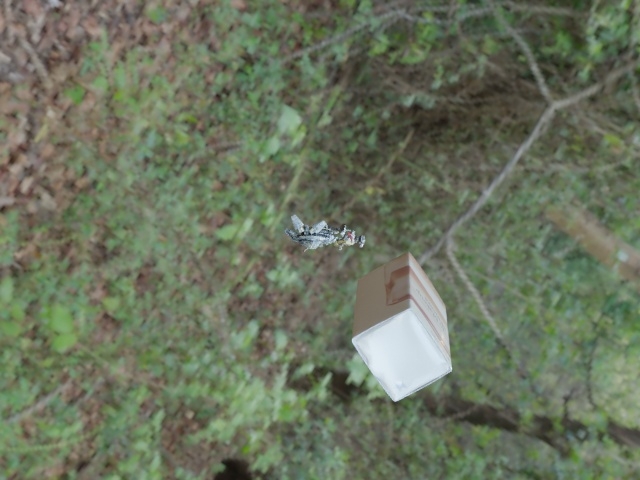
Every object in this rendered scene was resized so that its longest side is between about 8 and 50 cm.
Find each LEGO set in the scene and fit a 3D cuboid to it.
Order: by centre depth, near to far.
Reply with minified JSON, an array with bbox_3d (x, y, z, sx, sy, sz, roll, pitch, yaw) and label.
[{"bbox_3d":[0.003,0.000,0.812,0.083,0.054,0.023,14,77,-37],"label":"LEGO set"}]

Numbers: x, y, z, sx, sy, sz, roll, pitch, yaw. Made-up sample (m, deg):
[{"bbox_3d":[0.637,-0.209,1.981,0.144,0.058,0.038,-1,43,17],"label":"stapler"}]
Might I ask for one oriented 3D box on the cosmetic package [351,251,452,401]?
[{"bbox_3d":[0.154,0.154,1.974,0.129,0.153,0.296,-30,-164,14],"label":"cosmetic package"}]
